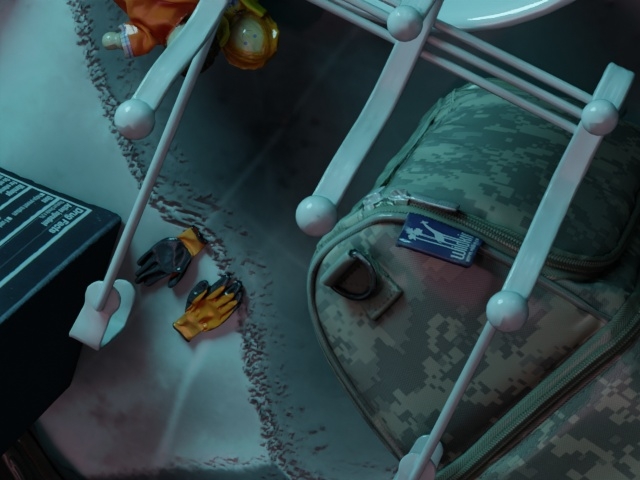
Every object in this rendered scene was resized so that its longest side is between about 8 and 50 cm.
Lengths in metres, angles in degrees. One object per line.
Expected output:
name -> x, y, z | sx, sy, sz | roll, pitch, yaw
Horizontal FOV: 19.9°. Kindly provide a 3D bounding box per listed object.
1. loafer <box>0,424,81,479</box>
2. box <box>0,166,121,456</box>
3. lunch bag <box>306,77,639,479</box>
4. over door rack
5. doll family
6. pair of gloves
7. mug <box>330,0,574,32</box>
loafer -> -0.283, 0.190, 1.537 | 0.267, 0.084, 0.096 | 44, 118, -2
box -> -0.354, 0.048, 1.384 | 0.294, 0.296, 0.183 | 23, 116, 9
lunch bag -> 0.134, 0.035, 1.211 | 0.256, 0.305, 0.212 | 42, 118, -3
over door rack -> 0.000, 0.000, 1.000 | 0.239, 0.108, 0.324 | 28, 126, 7
doll family -> -0.044, -0.219, 1.292 | 0.263, 0.118, 0.163 | -41, 88, 10
pair of gloves -> -0.105, 0.035, 1.457 | 0.074, 0.010, 0.083 | -36, 96, 27
mug -> 0.090, -0.338, 1.060 | 0.276, 0.328, 0.374 | -15, 105, 23
